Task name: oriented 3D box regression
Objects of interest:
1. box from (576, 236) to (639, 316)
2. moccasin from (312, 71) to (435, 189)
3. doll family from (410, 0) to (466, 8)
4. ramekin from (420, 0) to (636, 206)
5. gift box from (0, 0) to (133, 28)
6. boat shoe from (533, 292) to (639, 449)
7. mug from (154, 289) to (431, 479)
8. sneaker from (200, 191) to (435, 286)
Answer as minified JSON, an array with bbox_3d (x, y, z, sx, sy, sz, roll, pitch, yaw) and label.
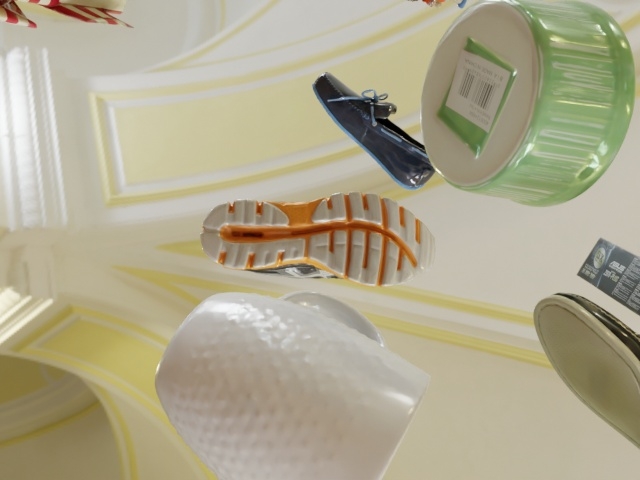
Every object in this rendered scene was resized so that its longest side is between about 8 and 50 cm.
[{"bbox_3d":[0.524,0.081,1.025,0.077,0.147,0.180,-62,-163,11],"label":"box"},{"bbox_3d":[0.135,-0.268,1.468,0.342,0.137,0.117,43,-60,-3],"label":"moccasin"},{"bbox_3d":[0.202,-0.587,1.318,0.118,0.163,0.263,114,-36,-48],"label":"doll family"},{"bbox_3d":[0.276,-0.201,0.940,0.303,0.148,0.303,-8,-98,64],"label":"ramekin"},{"bbox_3d":[-0.303,-0.374,0.660,0.255,0.276,0.258,45,-61,23],"label":"gift box"},{"bbox_3d":[0.422,0.182,0.823,0.340,0.113,0.127,45,-31,15],"label":"boat shoe"},{"bbox_3d":[-0.032,0.206,0.959,0.328,0.374,0.276,29,-53,11],"label":"mug"},{"bbox_3d":[0.000,0.000,0.610,0.215,0.083,0.084,6,-100,-1],"label":"sneaker"}]
